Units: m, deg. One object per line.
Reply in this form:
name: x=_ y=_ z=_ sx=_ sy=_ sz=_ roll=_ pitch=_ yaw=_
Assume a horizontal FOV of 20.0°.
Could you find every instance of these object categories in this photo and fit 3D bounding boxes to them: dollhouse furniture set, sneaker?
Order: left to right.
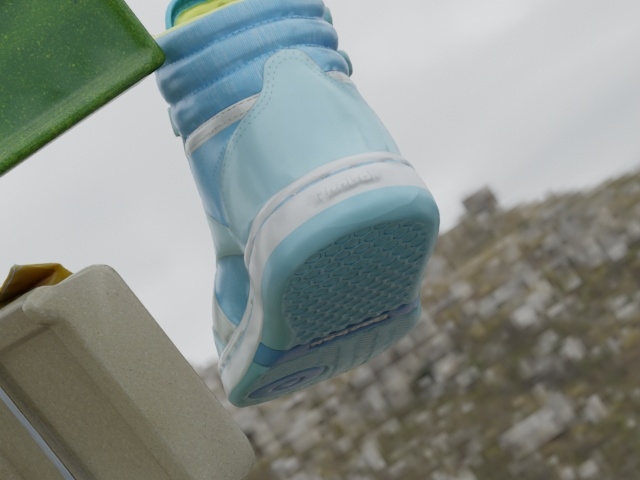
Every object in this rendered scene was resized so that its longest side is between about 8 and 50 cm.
dollhouse furniture set: x=-0.144 y=0.013 z=0.996 sx=0.151 sy=0.301 sz=0.197 roll=-43 pitch=10 yaw=-37
sneaker: x=-0.027 y=-0.035 z=1.068 sx=0.127 sy=0.208 sz=0.319 roll=-19 pitch=-19 yaw=-18
